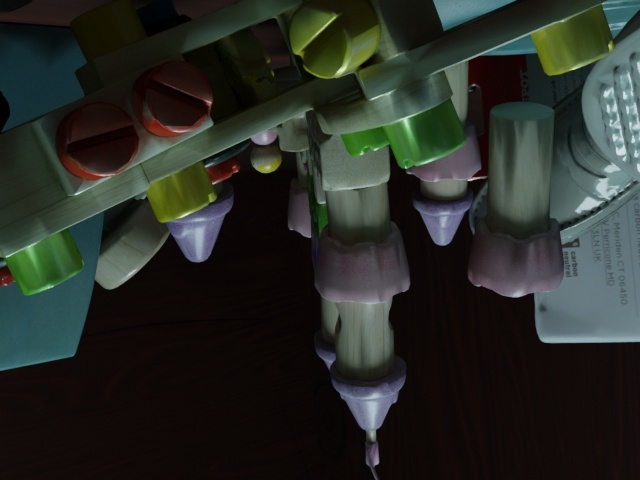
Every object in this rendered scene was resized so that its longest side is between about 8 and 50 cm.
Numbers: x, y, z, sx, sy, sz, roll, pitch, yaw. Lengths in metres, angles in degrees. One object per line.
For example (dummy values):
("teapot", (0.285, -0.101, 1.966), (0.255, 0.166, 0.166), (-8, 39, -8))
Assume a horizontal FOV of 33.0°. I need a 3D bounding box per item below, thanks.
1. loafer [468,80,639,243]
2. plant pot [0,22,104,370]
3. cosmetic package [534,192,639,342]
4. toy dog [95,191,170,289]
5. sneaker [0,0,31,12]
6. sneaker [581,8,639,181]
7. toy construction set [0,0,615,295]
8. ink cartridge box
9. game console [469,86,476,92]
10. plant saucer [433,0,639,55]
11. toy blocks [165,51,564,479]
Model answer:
("loafer", (0.241, -0.092, 0.886), (0.319, 0.112, 0.111), (-43, 164, 26))
("plant pot", (-0.257, -0.024, 0.776), (0.165, 0.234, 0.166), (-4, -177, 42))
("cosmetic package", (0.472, -0.062, 1.329), (0.327, 0.329, 0.394), (-6, -179, 34))
("toy dog", (-0.224, -0.069, 1.034), (0.161, 0.220, 0.334), (-44, -144, -17))
("sneaker", (-0.188, -0.120, 0.494), (0.135, 0.052, 0.058), (-17, 169, 40))
("sneaker", (0.249, -0.139, 0.427), (0.150, 0.135, 0.366), (-53, -168, -25))
("toy construction set", (-0.069, -0.062, 0.430), (0.328, 0.151, 0.215), (-13, -174, -26))
("ink cartridge box", (0.238, -0.129, 1.008), (0.231, 0.134, 0.078), (-5, -177, 9))
("game console", (0.094, -0.178, 1.080), (0.122, 0.071, 0.107), (-6, 151, 25))
("plant saucer", (0.185, -0.162, 0.705), (0.318, 0.043, 0.317), (-5, -178, 0))
("toy blocks", (0.000, 0.000, 0.835), (0.309, 0.260, 0.288), (-5, -156, -5))
